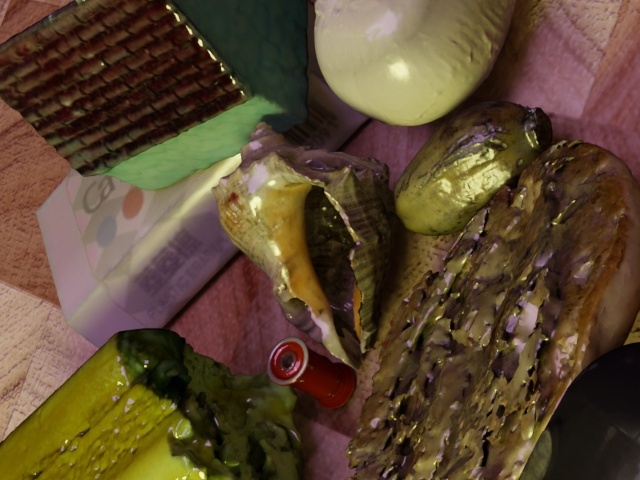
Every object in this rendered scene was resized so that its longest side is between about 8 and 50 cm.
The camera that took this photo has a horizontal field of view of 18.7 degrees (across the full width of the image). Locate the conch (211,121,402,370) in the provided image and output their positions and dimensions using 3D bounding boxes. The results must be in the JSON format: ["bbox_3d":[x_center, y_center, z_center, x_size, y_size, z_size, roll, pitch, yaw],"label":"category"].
[{"bbox_3d":[0.000,0.000,1.774,0.163,0.178,0.245,-19,85,-3],"label":"conch"}]

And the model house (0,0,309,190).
[{"bbox_3d":[-0.185,-0.203,1.862,0.280,0.248,0.230,-23,57,40],"label":"model house"}]

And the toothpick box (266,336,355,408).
[{"bbox_3d":[-0.008,0.122,1.777,0.047,0.083,0.047,-16,61,30],"label":"toothpick box"}]

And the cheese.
[{"bbox_3d":[0.081,-0.196,1.766,0.198,0.154,0.189,-2,56,45],"label":"cheese"}]

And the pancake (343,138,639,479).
[{"bbox_3d":[0.130,0.099,1.557,0.382,0.071,0.382,-56,15,24],"label":"pancake"}]

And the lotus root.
[{"bbox_3d":[0.133,-0.066,1.709,0.179,0.089,0.080,-34,10,38],"label":"lotus root"}]

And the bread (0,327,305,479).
[{"bbox_3d":[-0.183,0.252,1.816,0.376,0.208,0.251,-40,44,29],"label":"bread"}]

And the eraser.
[{"bbox_3d":[-0.133,-0.076,2.004,0.397,0.082,0.213,-46,44,24],"label":"eraser"}]

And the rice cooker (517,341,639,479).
[{"bbox_3d":[0.261,0.205,1.326,0.224,0.267,0.267,-58,41,6],"label":"rice cooker"}]
